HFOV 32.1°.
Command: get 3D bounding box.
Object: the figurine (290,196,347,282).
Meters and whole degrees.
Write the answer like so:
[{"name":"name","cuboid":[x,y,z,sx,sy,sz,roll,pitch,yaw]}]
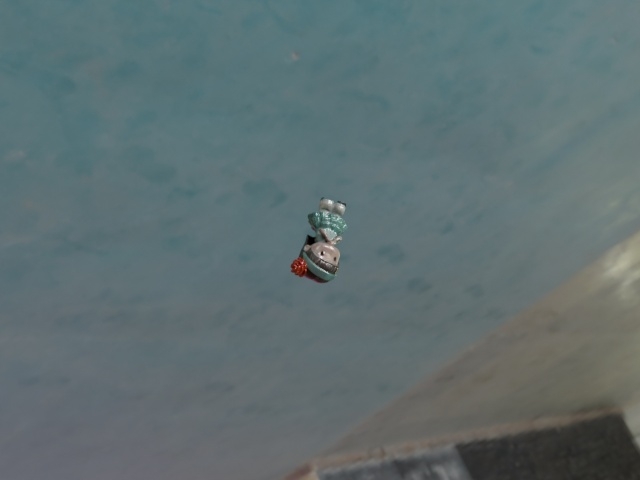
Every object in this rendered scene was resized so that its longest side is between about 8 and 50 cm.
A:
[{"name":"figurine","cuboid":[0.000,0.000,1.339,0.060,0.106,0.047,27,156,-33]}]
